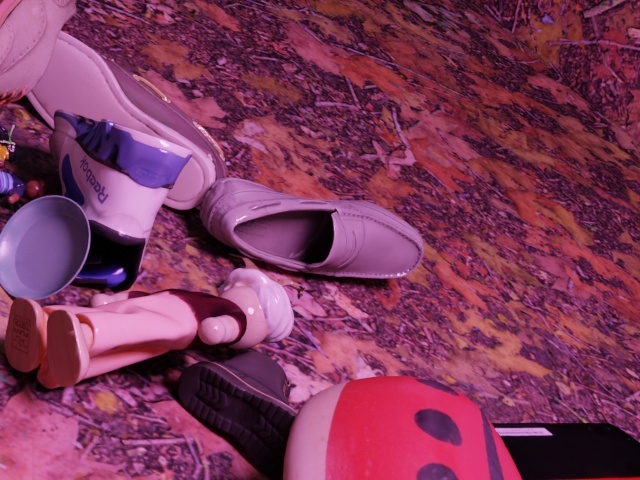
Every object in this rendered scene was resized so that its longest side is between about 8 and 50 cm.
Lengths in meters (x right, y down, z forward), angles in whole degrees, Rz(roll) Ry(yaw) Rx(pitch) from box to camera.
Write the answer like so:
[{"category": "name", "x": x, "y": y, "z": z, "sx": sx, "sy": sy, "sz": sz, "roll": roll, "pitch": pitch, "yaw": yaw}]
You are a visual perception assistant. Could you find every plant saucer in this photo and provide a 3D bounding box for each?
[{"category": "plant saucer", "x": -0.292, "y": 0.011, "z": 1.616, "sx": 0.119, "sy": 0.119, "sz": 0.021, "roll": 47, "pitch": 2, "yaw": 31}]

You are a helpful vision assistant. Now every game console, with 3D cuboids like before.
[{"category": "game console", "x": 0.297, "y": 0.304, "z": 1.702, "sx": 0.386, "sy": 0.060, "sz": 0.342, "roll": 5, "pitch": 19, "yaw": -36}]

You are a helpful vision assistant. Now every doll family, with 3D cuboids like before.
[{"category": "doll family", "x": -0.384, "y": -0.088, "z": 1.736, "sx": 0.111, "sy": 0.076, "sz": 0.193, "roll": 18, "pitch": 33, "yaw": -35}]

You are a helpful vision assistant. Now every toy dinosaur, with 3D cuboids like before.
[{"category": "toy dinosaur", "x": -0.070, "y": 0.056, "z": 1.833, "sx": 0.092, "sy": 0.053, "sz": 0.183, "roll": 23, "pitch": 26, "yaw": -14}]

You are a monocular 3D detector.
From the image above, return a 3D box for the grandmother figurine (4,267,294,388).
[{"category": "grandmother figurine", "x": -0.164, "y": 0.089, "z": 1.597, "sx": 0.207, "sy": 0.104, "sz": 0.342, "roll": 23, "pitch": 18, "yaw": 40}]

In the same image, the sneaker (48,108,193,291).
[{"category": "sneaker", "x": -0.260, "y": -0.043, "z": 1.729, "sx": 0.127, "sy": 0.182, "sz": 0.315, "roll": 22, "pitch": -3, "yaw": -22}]

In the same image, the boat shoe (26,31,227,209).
[{"category": "boat shoe", "x": -0.258, "y": -0.165, "z": 1.967, "sx": 0.324, "sy": 0.117, "sz": 0.097, "roll": 38, "pitch": 21, "yaw": 6}]

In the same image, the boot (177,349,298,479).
[{"category": "boot", "x": -0.039, "y": 0.182, "z": 1.619, "sx": 0.198, "sy": 0.077, "sz": 0.137, "roll": 39, "pitch": 21, "yaw": 15}]

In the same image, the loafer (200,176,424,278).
[{"category": "loafer", "x": 0.000, "y": 0.000, "z": 1.940, "sx": 0.319, "sy": 0.112, "sz": 0.111, "roll": 10, "pitch": 21, "yaw": -27}]

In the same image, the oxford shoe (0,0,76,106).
[{"category": "oxford shoe", "x": -0.377, "y": -0.196, "z": 1.703, "sx": 0.140, "sy": 0.146, "sz": 0.397, "roll": 0, "pitch": 45, "yaw": 32}]

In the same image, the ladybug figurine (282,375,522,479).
[{"category": "ladybug figurine", "x": 0.102, "y": 0.279, "z": 1.402, "sx": 0.305, "sy": 0.162, "sz": 0.449, "roll": 44, "pitch": 21, "yaw": -29}]
